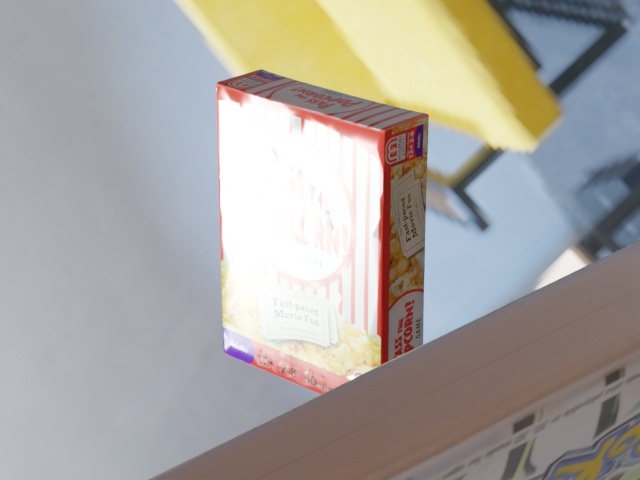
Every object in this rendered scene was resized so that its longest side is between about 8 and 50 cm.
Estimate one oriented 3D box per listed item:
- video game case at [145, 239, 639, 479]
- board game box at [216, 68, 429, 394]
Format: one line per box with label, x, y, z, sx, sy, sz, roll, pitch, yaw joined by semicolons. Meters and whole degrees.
video game case;0.022;0.127;0.628;0.036;0.329;0.300;51;147;26
board game box;0.000;0.000;1.168;0.146;0.045;0.194;18;118;40
